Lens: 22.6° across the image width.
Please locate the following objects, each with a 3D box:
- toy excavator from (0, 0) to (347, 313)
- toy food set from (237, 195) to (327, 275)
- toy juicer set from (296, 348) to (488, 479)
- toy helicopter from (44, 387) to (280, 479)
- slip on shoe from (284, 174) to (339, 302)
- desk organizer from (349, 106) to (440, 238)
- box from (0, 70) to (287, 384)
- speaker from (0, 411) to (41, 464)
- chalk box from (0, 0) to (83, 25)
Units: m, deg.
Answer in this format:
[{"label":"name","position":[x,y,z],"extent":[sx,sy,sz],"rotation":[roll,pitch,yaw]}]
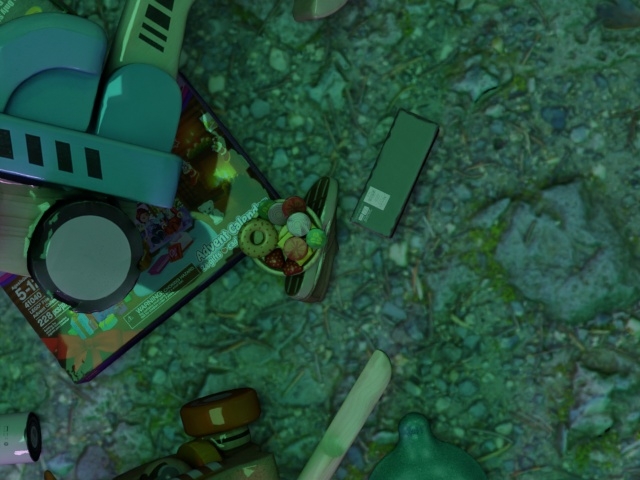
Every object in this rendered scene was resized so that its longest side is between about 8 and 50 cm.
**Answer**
[{"label":"toy excavator","position":[-0.201,-0.160,1.558],"extent":[0.433,0.222,0.445],"rotation":[12,93,-17]},{"label":"toy food set","position":[-0.037,-0.004,1.656],"extent":[0.083,0.020,0.082],"rotation":[42,95,-2]},{"label":"toy juicer set","position":[0.081,0.295,1.652],"extent":[0.209,0.089,0.329],"rotation":[-38,95,3]},{"label":"toy helicopter","position":[-0.153,0.255,1.548],"extent":[0.235,0.355,0.140],"rotation":[-14,94,-5]},{"label":"slip on shoe","position":[0.000,0.000,1.697],"extent":[0.041,0.051,0.135],"rotation":[17,81,-33]},{"label":"desk organizer","position":[0.079,-0.069,1.682],"extent":[0.047,0.050,0.130],"rotation":[24,91,7]},{"label":"box","position":[-0.203,-0.014,1.710],"extent":[0.293,0.057,0.201],"rotation":[-39,84,4]},{"label":"speaker","position":[-0.373,0.217,1.725],"extent":[0.136,0.055,0.055],"rotation":[-7,88,6]},{"label":"chalk box","position":[-0.331,-0.215,1.695],"extent":[0.213,0.132,0.132],"rotation":[41,92,5]}]
